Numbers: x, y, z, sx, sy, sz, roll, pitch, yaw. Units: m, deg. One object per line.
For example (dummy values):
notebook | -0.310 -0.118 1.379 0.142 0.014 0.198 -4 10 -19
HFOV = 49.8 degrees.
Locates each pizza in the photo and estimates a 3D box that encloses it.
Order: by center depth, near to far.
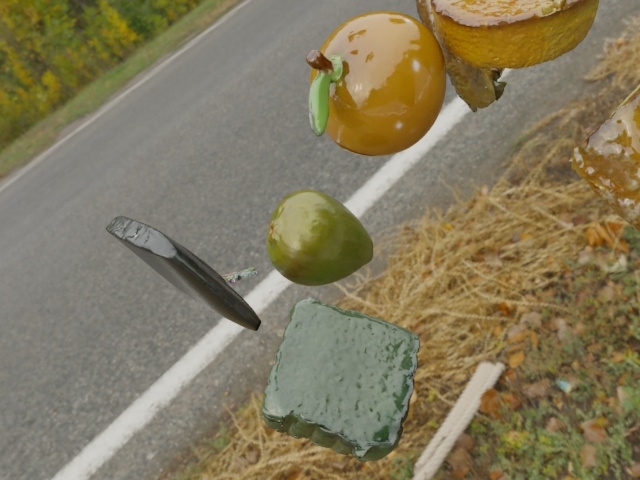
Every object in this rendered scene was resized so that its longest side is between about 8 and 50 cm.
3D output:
pizza | 0.287 -0.440 1.297 0.080 0.434 0.392 -13 63 51

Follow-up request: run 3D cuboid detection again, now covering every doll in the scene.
doll | 0.064 -0.232 0.993 0.213 0.214 0.236 -4 -6 43

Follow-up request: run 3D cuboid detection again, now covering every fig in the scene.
fig | -0.009 0.003 1.490 0.207 0.230 0.207 -18 60 35

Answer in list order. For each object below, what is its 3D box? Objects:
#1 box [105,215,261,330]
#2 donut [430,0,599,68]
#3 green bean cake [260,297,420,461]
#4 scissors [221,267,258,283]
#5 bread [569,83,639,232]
box | -0.184 0.042 0.928 0.042 0.201 0.212 -55 33 -14
donut | 0.284 -0.344 1.002 0.253 0.118 0.254 -10 41 9
green bean cake | 0.035 0.223 1.082 0.227 0.125 0.223 16 62 6
scissors | -0.183 0.078 1.463 0.133 0.020 0.187 -16 3 -21
bread | 0.446 -0.101 0.652 0.207 0.279 0.279 -37 -13 -49
